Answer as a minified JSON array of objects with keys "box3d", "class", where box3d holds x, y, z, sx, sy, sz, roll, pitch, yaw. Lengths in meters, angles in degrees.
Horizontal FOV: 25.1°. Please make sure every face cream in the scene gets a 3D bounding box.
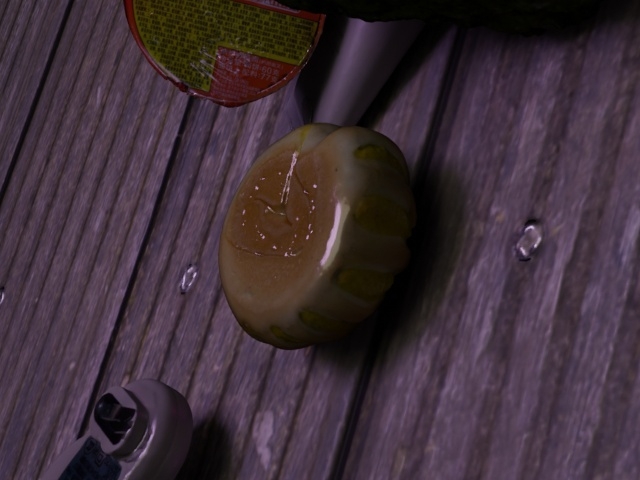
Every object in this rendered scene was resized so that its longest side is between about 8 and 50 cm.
[{"box3d":[0.048,-0.203,1.306,0.314,0.089,0.143,-55,30,28],"class":"face cream"}]

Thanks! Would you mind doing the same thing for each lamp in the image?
[{"box3d":[-0.186,0.245,1.315,0.179,0.108,0.246,32,95,54],"class":"lamp"}]

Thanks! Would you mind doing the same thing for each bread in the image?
[{"box3d":[0.000,0.000,1.209,0.213,0.104,0.213,-30,48,41],"class":"bread"}]

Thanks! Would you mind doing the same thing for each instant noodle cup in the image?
[{"box3d":[-0.070,-0.243,1.378,0.193,0.193,0.212,-53,2,20],"class":"instant noodle cup"}]

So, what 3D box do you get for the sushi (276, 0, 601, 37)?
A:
[{"box3d":[0.083,-0.323,1.116,0.352,0.178,0.294,7,75,23],"class":"sushi"}]
